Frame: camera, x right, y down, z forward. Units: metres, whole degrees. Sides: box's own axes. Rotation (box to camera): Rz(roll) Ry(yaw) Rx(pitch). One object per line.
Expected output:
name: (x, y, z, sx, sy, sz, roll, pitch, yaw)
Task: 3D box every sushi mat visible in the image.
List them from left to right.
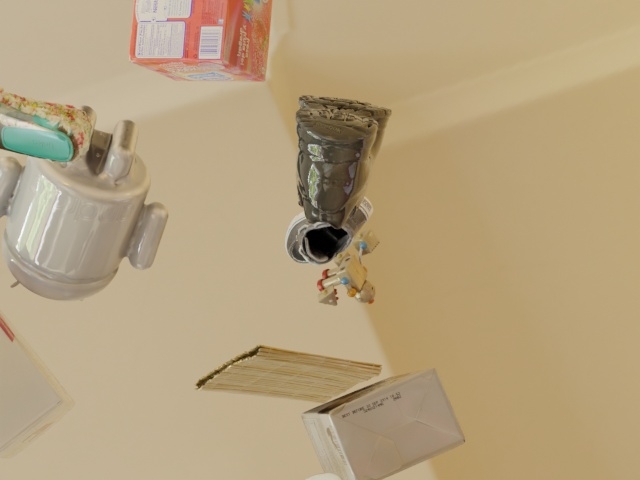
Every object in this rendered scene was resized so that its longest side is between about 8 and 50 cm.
sushi mat: (-0.049, 0.226, 2.075, 0.151, 0.019, 0.316, -32, -29, 32)

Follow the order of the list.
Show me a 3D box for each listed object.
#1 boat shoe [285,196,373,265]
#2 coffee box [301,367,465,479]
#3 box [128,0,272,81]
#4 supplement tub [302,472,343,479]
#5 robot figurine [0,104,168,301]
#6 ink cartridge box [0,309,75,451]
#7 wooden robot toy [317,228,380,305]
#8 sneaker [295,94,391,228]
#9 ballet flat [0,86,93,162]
boat shoe: (0.000, 0.000, 2.487, 0.108, 0.102, 0.301, 37, -31, -14)
coffee box: (0.085, 0.277, 1.856, 0.168, 0.119, 0.297, -21, -5, -10)
box: (-0.158, -0.379, 1.746, 0.154, 0.300, 0.142, 3, -4, 22)
supplement tub: (0.060, 0.453, 1.467, 0.235, 0.235, 0.325, -37, -74, 24)
robot figurine: (-0.404, -0.044, 2.056, 0.300, 0.200, 0.353, 19, -58, -10)
ink cartridge box: (-0.572, 0.220, 2.147, 0.160, 0.279, 0.384, -39, -2, -12)
wooden robot toy: (0.051, 0.064, 1.907, 0.076, 0.173, 0.079, -28, -70, 36)
sneaker: (0.014, -0.090, 1.393, 0.109, 0.130, 0.286, 9, 14, 8)
ballet flat: (-0.403, -0.159, 1.614, 0.241, 0.077, 0.091, 18, -50, 6)
